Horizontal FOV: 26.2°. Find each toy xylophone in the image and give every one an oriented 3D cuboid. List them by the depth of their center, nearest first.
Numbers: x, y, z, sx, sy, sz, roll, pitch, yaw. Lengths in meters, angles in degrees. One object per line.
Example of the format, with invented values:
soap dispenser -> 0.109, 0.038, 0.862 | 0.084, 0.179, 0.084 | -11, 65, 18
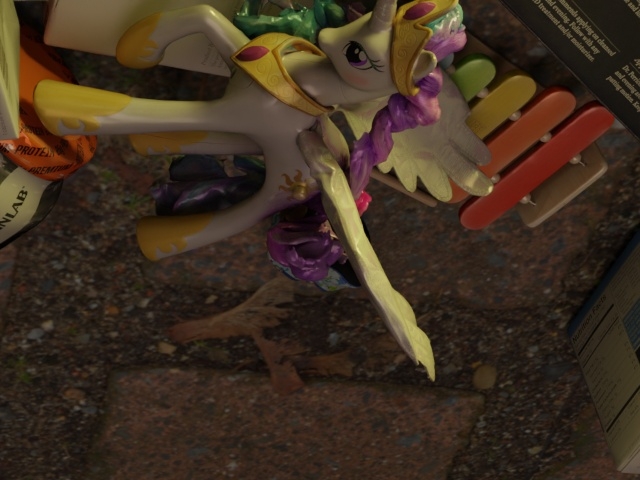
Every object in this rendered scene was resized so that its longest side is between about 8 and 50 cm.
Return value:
toy xylophone -> 0.137, -0.112, 1.423 | 0.322, 0.081, 0.236 | 21, 128, -31

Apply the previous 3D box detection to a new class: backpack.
backpack -> 0.000, 0.000, 1.495 | 0.084, 0.105, 0.114 | -12, 143, 33

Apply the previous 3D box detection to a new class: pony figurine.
pony figurine -> -0.011, -0.076, 1.198 | 0.363, 0.303, 0.351 | -7, 138, 24

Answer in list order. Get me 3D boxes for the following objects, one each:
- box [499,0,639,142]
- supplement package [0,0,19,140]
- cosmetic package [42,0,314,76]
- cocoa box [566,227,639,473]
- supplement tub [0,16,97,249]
box -> 0.335, -0.281, 1.221 | 0.312, 0.179, 0.343 | -35, 133, 22
supplement package -> -0.366, -0.156, 1.057 | 0.244, 0.134, 0.139 | -7, 142, -3
cosmetic package -> -0.126, -0.223, 1.241 | 0.231, 0.085, 0.117 | 10, 133, -21
cocoa box -> 0.522, 0.138, 1.672 | 0.347, 0.228, 0.231 | 8, 134, -21
supplement tub -> -0.385, -0.055, 1.263 | 0.338, 0.207, 0.207 | -30, 134, 19
